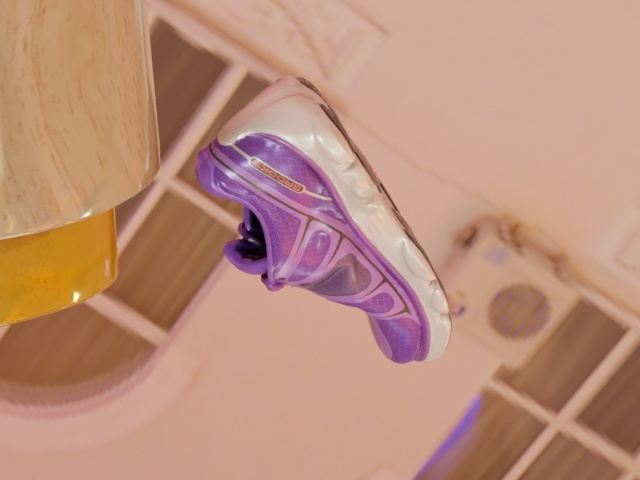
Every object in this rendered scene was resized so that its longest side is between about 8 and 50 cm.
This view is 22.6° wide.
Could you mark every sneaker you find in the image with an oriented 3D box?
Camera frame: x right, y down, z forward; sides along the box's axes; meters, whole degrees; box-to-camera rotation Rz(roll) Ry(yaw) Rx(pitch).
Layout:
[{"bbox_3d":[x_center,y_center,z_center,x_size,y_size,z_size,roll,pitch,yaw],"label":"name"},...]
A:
[{"bbox_3d":[0.000,0.000,0.672,0.170,0.071,0.068,53,-174,-44],"label":"sneaker"}]

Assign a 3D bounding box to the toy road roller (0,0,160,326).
[{"bbox_3d":[-0.226,-0.091,0.540,0.241,0.202,0.329,-18,-153,-32],"label":"toy road roller"}]
